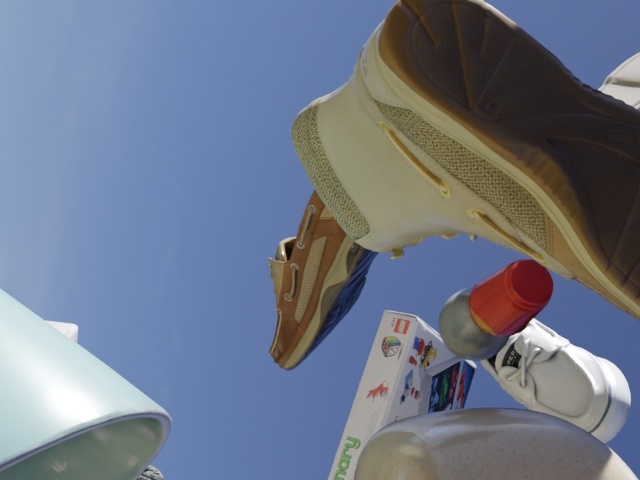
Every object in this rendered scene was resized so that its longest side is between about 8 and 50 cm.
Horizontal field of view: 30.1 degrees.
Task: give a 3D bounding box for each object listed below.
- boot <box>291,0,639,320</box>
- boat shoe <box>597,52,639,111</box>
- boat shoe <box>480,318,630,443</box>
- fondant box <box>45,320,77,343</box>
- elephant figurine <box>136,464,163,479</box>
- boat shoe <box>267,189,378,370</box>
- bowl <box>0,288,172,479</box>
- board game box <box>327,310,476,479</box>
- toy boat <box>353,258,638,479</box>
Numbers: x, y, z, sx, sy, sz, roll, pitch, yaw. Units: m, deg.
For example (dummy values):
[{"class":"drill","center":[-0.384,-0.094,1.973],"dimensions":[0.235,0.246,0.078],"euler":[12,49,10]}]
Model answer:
[{"class":"boot","center":[0.109,-0.022,0.727],"dimensions":[0.095,0.262,0.203],"euler":[-56,-171,-22]},{"class":"boat shoe","center":[0.259,-0.079,1.138],"dimensions":[0.112,0.335,0.095],"euler":[22,-43,53]},{"class":"boat shoe","center":[0.220,0.134,1.235],"dimensions":[0.095,0.084,0.258],"euler":[-65,-157,3]},{"class":"fondant box","center":[-0.335,0.220,0.980],"dimensions":[0.096,0.238,0.330],"euler":[-71,168,-76]},{"class":"elephant figurine","center":[-0.324,0.216,1.316],"dimensions":[0.239,0.186,0.169],"euler":[13,-63,33]},{"class":"boat shoe","center":[-0.006,0.041,1.602],"dimensions":[0.120,0.122,0.324],"euler":[37,-49,11]},{"class":"bowl","center":[-0.266,0.137,0.747],"dimensions":[0.163,0.311,0.311],"euler":[54,-32,16]},{"class":"board game box","center":[0.092,0.260,1.447],"dimensions":[0.053,0.193,0.305],"euler":[10,-108,34]},{"class":"toy boat","center":[0.150,0.177,1.005],"dimensions":[0.148,0.267,0.318],"euler":[130,-33,-61]}]
